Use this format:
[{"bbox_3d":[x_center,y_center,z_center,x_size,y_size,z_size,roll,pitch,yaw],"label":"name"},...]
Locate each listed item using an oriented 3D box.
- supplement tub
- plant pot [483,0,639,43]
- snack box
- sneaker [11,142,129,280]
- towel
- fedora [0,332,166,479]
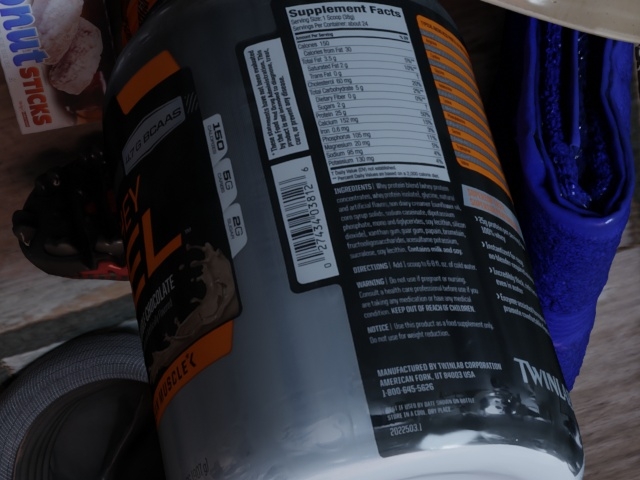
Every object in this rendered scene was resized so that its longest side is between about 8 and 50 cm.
[{"bbox_3d":[0.000,0.000,0.998,0.207,0.338,0.207,-10,151,-6],"label":"supplement tub"},{"bbox_3d":[0.063,-0.181,0.886,0.237,0.237,0.110,9,107,-36],"label":"plant pot"},{"bbox_3d":[-0.149,-0.118,1.052,0.064,0.022,0.178,-10,152,-4],"label":"snack box"},{"bbox_3d":[-0.052,-0.014,1.203,0.276,0.098,0.135,-13,149,-5],"label":"sneaker"},{"bbox_3d":[0.130,-0.037,1.126,0.076,0.228,0.308,6,151,3],"label":"towel"},{"bbox_3d":[-0.126,0.183,1.449,0.275,0.244,0.124,-39,172,31],"label":"fedora"}]
